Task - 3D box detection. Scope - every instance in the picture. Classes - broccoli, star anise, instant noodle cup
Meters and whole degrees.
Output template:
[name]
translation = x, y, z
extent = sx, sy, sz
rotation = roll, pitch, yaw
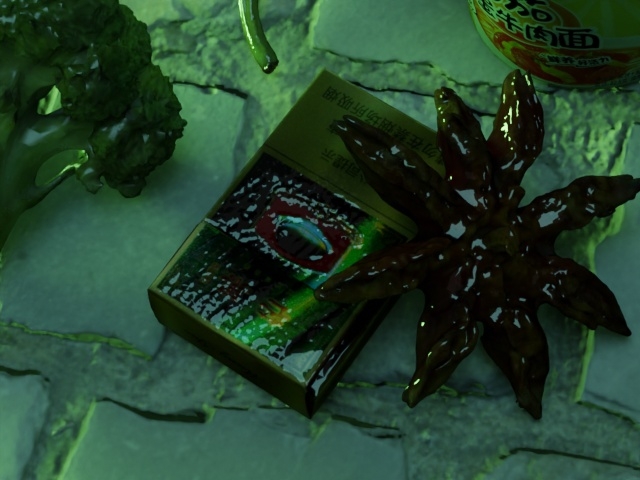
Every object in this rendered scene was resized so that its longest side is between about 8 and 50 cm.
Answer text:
[broccoli]
translation = -0.242, -0.113, 1.425
extent = 0.254, 0.302, 0.186
rotation = -12, 33, -12
[star anise]
translation = 0.120, -0.004, 1.324
extent = 0.288, 0.088, 0.288
rotation = 4, 81, -23
[instant noodle cup]
translation = 0.215, -0.258, 1.424
extent = 0.264, 0.200, 0.264
rotation = -2, 63, 4

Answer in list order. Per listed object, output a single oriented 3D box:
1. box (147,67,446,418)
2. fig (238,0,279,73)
[box]
translation = 0.000, 0.000, 1.392
extent = 0.159, 0.071, 0.240
rotation = 31, 70, 15
[fig]
translation = -0.038, -0.261, 1.518
extent = 0.149, 0.149, 0.245
rotation = 13, 85, 12
